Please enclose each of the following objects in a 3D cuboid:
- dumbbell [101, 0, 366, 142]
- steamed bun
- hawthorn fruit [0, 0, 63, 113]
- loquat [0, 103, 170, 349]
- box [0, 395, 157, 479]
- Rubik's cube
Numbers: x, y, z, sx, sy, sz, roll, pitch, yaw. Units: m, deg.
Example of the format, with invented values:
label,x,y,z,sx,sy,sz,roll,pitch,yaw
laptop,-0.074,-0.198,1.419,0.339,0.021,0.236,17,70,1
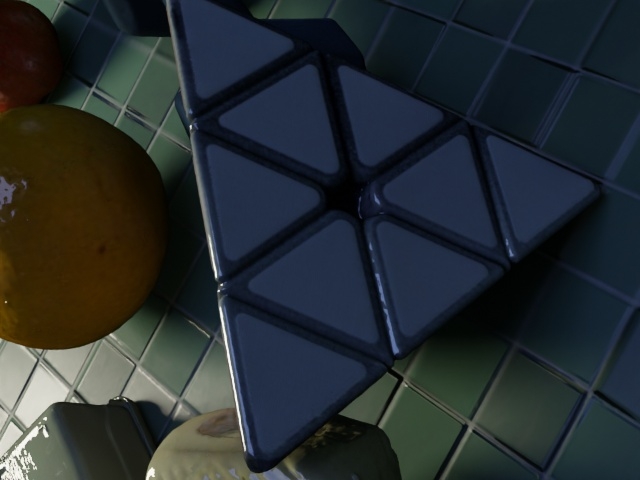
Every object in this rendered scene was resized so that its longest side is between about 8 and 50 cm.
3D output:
label,x,y,z,sx,sy,sz,roll,pitch,yaw
dumbbell,-0.083,-0.174,0.888,0.144,0.160,0.325,-28,53,-9
steamed bun,-0.008,0.222,0.693,0.170,0.153,0.238,-6,96,32
hawthorn fruit,-0.332,-0.187,1.107,0.125,0.140,0.125,3,102,16
loquat,-0.232,-0.013,0.909,0.208,0.208,0.208,-14,67,35
box,-0.193,0.215,0.872,0.124,0.093,0.172,-47,52,16
Rubik's cube,-0.002,0.001,0.704,0.233,0.229,0.228,29,97,37
